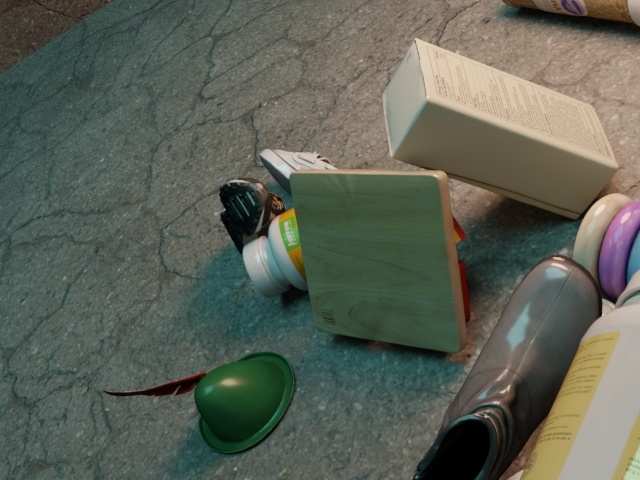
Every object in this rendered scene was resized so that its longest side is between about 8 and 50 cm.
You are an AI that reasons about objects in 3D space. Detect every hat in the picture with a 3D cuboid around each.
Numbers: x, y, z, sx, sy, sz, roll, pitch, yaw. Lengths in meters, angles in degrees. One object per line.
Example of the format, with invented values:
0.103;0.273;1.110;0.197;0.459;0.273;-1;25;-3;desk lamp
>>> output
-0.168;0.211;1.328;0.173;0.183;0.208;13;61;45;hat

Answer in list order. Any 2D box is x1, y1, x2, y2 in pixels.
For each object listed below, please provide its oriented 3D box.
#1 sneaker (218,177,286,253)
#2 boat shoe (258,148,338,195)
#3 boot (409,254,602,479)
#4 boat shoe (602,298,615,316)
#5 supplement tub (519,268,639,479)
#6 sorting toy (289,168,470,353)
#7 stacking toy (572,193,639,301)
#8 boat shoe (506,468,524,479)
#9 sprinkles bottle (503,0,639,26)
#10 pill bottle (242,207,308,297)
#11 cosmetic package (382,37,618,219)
-0.113;-0.059;1.535;0.108;0.100;0.271;-30;-6;-13;sneaker
-0.016;-0.120;1.626;0.084;0.095;0.258;-43;48;-12;boat shoe
0.201;0.180;0.958;0.118;0.222;0.338;26;101;19;boot
0.372;0.136;1.054;0.254;0.079;0.095;17;62;44;boat shoe
0.325;0.209;0.804;0.241;0.241;0.331;10;59;44;supplement tub
0.098;0.014;1.268;0.257;0.256;0.089;5;22;39;sorting toy
0.474;0.044;1.030;0.330;0.141;0.141;19;65;43;stacking toy
0.175;0.415;0.890;0.367;0.136;0.156;-50;39;-10;boat shoe
0.471;-0.450;1.526;0.121;0.121;0.355;-47;38;-10;sprinkles bottle
0.000;0.000;1.442;0.245;0.136;0.136;-26;40;16;pill bottle
0.254;-0.158;1.255;0.160;0.309;0.113;-91;23;-47;cosmetic package
